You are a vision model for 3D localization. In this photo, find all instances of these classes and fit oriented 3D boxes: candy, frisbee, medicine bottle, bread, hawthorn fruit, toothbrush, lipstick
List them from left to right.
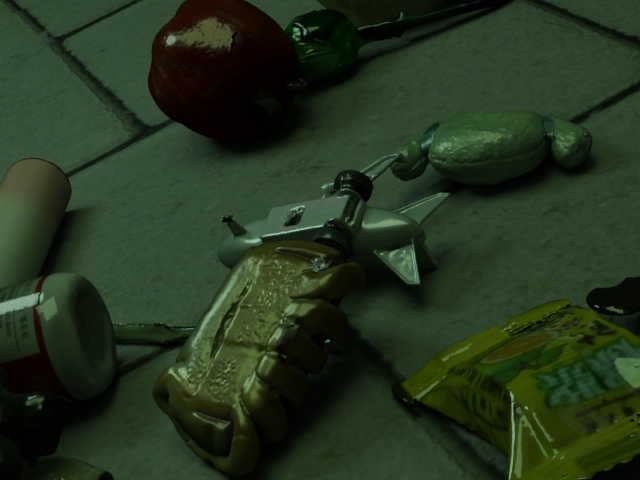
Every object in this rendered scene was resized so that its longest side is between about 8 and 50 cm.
[{"bbox_3d":[-0.338,0.119,1.400,0.250,0.131,0.131,-15,31,11],"label":"medicine bottle"},{"bbox_3d":[-0.363,0.023,1.612,0.087,0.087,0.327,-14,31,14],"label":"lipstick"},{"bbox_3d":[-0.183,0.093,1.446,0.294,0.026,0.028,-5,16,26],"label":"toothbrush"},{"bbox_3d":[-0.107,-0.211,1.738,0.202,0.185,0.185,18,46,23],"label":"hawthorn fruit"},{"bbox_3d":[-0.053,0.099,1.262,0.134,0.081,0.225,20,70,36],"label":"bread"},{"bbox_3d":[0.106,-0.279,1.818,0.323,0.097,0.097,-15,30,-5],"label":"candy"},{"bbox_3d":[0.175,0.117,1.117,0.187,0.081,0.297,-27,20,-10],"label":"candy"},{"bbox_3d":[0.330,0.009,1.245,0.211,0.012,0.187,-11,29,3],"label":"frisbee"}]

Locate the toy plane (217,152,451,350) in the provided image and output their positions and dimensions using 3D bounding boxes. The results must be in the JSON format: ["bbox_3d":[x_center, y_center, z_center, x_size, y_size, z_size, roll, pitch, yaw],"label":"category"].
[{"bbox_3d":[-0.002,-0.003,1.406,0.255,0.101,0.251,-3,47,30],"label":"toy plane"}]

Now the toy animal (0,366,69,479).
[{"bbox_3d":[-0.340,0.115,1.232,0.343,0.106,0.168,27,25,29],"label":"toy animal"}]

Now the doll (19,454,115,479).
[{"bbox_3d":[-0.325,0.238,1.243,0.278,0.149,0.175,8,1,18],"label":"doll"}]

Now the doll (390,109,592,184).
[{"bbox_3d":[0.178,-0.101,1.473,0.214,0.071,0.103,-7,35,18],"label":"doll"}]

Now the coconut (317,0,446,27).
[{"bbox_3d":[0.071,-0.396,1.876,0.237,0.237,0.197,-9,68,22],"label":"coconut"}]
